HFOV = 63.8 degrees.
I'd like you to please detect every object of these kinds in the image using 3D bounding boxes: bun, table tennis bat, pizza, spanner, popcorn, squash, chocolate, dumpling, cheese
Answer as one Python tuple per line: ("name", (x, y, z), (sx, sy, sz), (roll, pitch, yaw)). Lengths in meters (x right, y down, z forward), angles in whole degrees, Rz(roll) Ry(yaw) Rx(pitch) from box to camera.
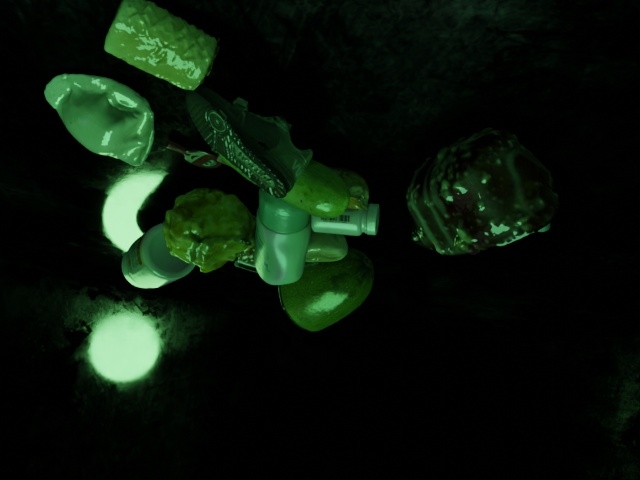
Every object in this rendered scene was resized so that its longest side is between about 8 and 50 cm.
("bun", (0.000, 0.000, 1.673), (0.193, 0.128, 0.178), (5, 164, -22))
("table tennis bat", (-0.333, -0.225, 1.354), (0.154, 0.019, 0.098), (21, 158, -38))
("pizza", (0.060, -0.138, 1.329), (0.188, 0.081, 0.204), (27, 172, 25))
("spanner", (-0.220, 0.136, 2.284), (0.324, 0.040, 0.095), (17, 159, -18))
("popcorn", (-0.327, -0.031, 1.539), (0.286, 0.252, 0.215), (-12, -153, -32))
("squash", (-0.097, -0.165, 1.214), (0.370, 0.118, 0.118), (28, 164, 12))
("squash", (0.057, 0.163, 1.847), (0.310, 0.310, 0.308), (24, 154, -35))
("chocolate", (0.311, -0.107, 1.076), (0.210, 0.225, 0.340), (52, 155, -9))
("dumpling", (-0.474, -0.282, 1.139), (0.252, 0.131, 0.179), (40, 130, -19))
("cheese", (-0.274, -0.337, 0.886), (0.167, 0.094, 0.123), (21, 159, -30))

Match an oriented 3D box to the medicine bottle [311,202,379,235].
("medicine bottle", (0.071, -0.067, 1.472), (0.186, 0.103, 0.103), (5, 160, 13))

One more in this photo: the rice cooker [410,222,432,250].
("rice cooker", (0.325, -0.035, 1.431), (0.106, 0.112, 0.165), (23, 157, -18))

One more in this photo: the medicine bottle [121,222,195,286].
("medicine bottle", (-0.645, 0.072, 2.036), (0.219, 0.219, 0.388), (20, 159, -27))

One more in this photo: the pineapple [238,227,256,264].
("pineapple", (-0.220, 0.007, 1.751), (0.166, 0.166, 0.193), (-7, 154, 39))

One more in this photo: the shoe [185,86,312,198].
("shoe", (-0.141, -0.235, 1.103), (0.293, 0.149, 0.109), (46, 148, -5))

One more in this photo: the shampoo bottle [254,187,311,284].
("shampoo bottle", (-0.105, -0.040, 1.442), (0.151, 0.222, 0.350), (-5, 140, -14))

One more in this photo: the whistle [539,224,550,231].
("whistle", (0.520, -0.094, 1.245), (0.062, 0.062, 0.312), (0, 159, 26))

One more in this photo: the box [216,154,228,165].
("box", (-0.210, -0.204, 1.338), (0.115, 0.025, 0.048), (18, 161, -24))
